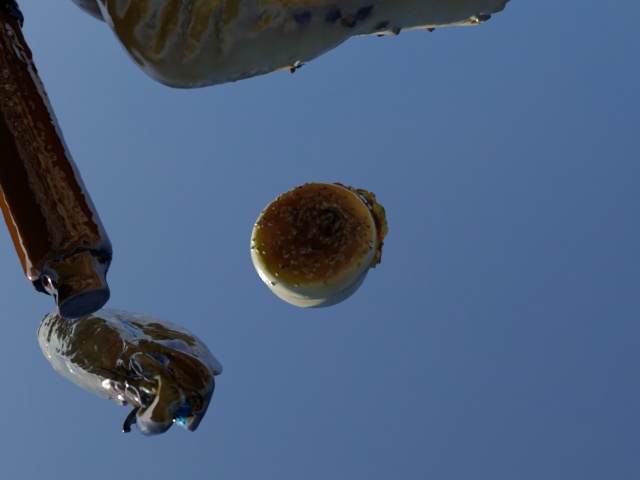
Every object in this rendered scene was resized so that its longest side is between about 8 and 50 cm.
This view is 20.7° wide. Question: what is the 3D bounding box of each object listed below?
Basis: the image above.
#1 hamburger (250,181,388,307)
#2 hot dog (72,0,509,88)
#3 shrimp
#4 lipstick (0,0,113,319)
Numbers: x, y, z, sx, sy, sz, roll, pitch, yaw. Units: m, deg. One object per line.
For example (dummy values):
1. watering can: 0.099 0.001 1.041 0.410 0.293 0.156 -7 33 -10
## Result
1. hamburger: 0.000 0.000 1.744 0.141 0.081 0.126 -16 -116 -8
2. hot dog: -0.078 -0.291 1.452 0.365 0.196 0.367 -18 -114 -38
3. shrimp: -0.208 0.146 2.063 0.221 0.110 0.446 11 -174 -18
4. lipstick: -0.252 -0.125 1.360 0.077 0.077 0.418 -19 -115 -12
